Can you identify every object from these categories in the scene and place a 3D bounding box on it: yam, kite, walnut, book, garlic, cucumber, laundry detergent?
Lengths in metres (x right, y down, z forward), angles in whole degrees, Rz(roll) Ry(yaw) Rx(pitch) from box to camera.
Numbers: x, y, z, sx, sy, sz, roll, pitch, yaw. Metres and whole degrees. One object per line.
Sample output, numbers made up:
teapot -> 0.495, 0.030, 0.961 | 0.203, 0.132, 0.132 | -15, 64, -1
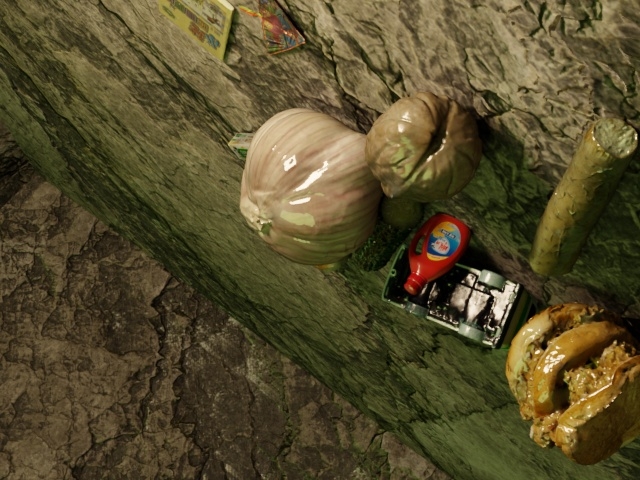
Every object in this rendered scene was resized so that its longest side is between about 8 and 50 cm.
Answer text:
yam -> 0.374, -0.046, 1.168 | 0.083, 0.083, 0.372 | 33, 158, 19
kite -> -0.085, -0.378, 1.372 | 0.159, 0.010, 0.190 | 34, 157, 21
walnut -> 0.155, -0.137, 1.242 | 0.178, 0.178, 0.230 | 42, 165, -6
book -> -0.238, -0.440, 1.505 | 0.168, 0.013, 0.192 | 39, 160, 1
garlic -> -0.023, -0.099, 1.467 | 0.317, 0.259, 0.317 | 50, 160, 26
cucumber -> 0.128, -0.010, 1.654 | 0.096, 0.096, 0.359 | 39, 162, 4
laundry detergent -> 0.205, 0.028, 1.477 | 0.097, 0.165, 0.049 | 29, 158, 27

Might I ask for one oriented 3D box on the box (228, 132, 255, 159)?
box -> -0.130, -0.205, 1.759 | 0.207, 0.041, 0.050 | 13, 150, 51

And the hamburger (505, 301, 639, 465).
hamburger -> 0.461, 0.235, 1.362 | 0.211, 0.245, 0.261 | -133, 32, -52

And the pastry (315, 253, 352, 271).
pastry -> 0.000, 0.000, 1.890 | 0.165, 0.088, 0.166 | 36, 157, 18

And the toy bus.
toy bus -> 0.275, 0.115, 1.545 | 0.276, 0.134, 0.164 | 22, 179, 41
